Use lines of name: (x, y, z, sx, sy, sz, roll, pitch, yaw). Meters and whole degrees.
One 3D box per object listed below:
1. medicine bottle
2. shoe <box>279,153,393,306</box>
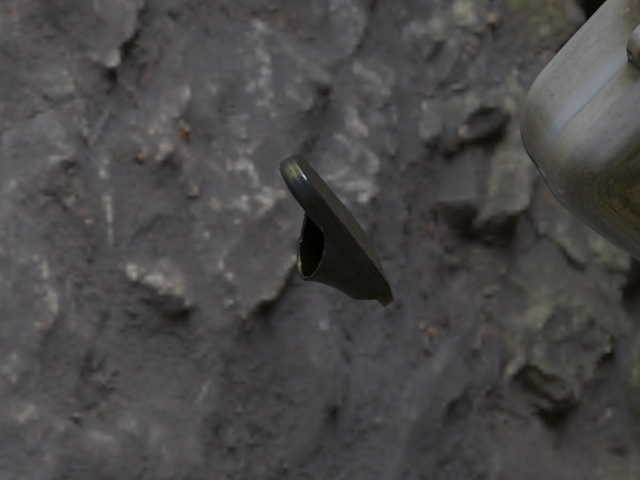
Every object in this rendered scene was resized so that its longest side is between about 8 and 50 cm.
medicine bottle: (0.331, -0.142, 0.996, 0.282, 0.375, 0.123, 27, 26, -44)
shoe: (0.000, 0.000, 1.762, 0.241, 0.093, 0.108, 52, 10, -34)
